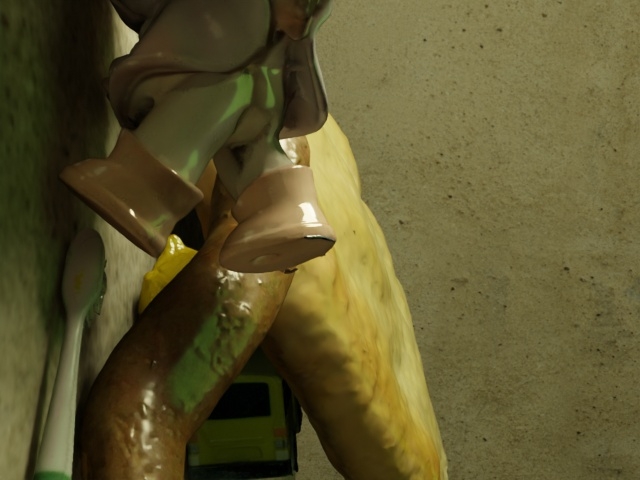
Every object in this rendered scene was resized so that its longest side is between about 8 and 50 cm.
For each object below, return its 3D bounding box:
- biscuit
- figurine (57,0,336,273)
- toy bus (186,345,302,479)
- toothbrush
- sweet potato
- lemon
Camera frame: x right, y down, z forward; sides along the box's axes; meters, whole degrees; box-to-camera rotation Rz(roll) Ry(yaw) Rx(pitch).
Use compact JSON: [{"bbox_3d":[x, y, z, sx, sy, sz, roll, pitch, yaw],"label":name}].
[{"bbox_3d":[0.001,0.000,0.726,0.429,0.104,0.446,-97,164,-57],"label":"biscuit"},{"bbox_3d":[-0.048,-0.123,0.396,0.200,0.133,0.276,100,-10,-74],"label":"figurine"},{"bbox_3d":[-0.060,0.131,0.707,0.175,0.088,0.101,-77,161,-82],"label":"toy bus"},{"bbox_3d":[-0.097,0.102,0.289,0.024,0.018,0.257,98,-9,-52],"label":"toothbrush"},{"bbox_3d":[-0.061,0.047,0.408,0.059,0.067,0.281,-41,-160,47],"label":"sweet potato"},{"bbox_3d":[-0.077,0.040,0.494,0.065,0.065,0.092,87,-18,-74],"label":"lemon"}]
